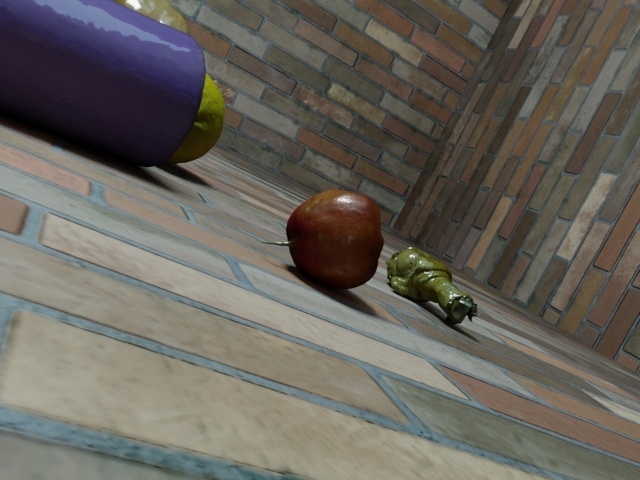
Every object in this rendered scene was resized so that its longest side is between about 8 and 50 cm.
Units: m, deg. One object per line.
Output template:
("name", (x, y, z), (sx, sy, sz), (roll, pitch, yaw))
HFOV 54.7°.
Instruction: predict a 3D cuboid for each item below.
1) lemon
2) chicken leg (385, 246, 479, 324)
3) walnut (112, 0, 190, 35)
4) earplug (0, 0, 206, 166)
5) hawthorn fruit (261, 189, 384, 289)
("lemon", (-0.273, -0.238, 1.137), (0.192, 0.192, 0.231), (24, 4, -31))
("chicken leg", (0.175, 0.072, 1.026), (0.103, 0.088, 0.228), (35, 8, -25))
("walnut", (-0.448, -0.416, 1.372), (0.306, 0.306, 0.344), (23, 4, -33))
("earplug", (-0.389, -0.259, 0.798), (0.455, 0.215, 0.215), (17, 11, -44))
("hawthorn fruit", (0.013, 0.002, 0.759), (0.125, 0.140, 0.125), (58, 1, -1))
